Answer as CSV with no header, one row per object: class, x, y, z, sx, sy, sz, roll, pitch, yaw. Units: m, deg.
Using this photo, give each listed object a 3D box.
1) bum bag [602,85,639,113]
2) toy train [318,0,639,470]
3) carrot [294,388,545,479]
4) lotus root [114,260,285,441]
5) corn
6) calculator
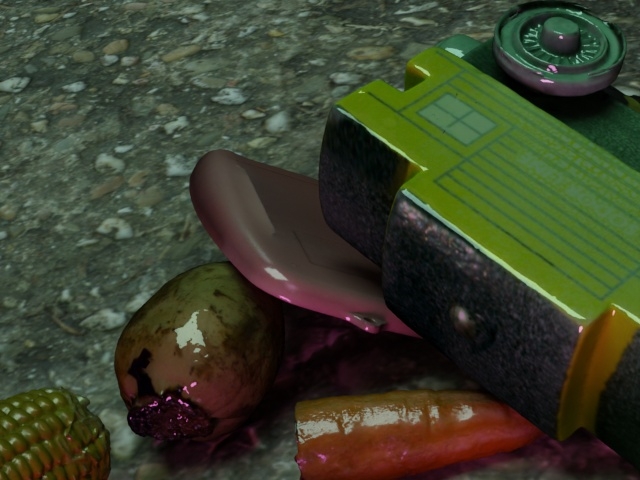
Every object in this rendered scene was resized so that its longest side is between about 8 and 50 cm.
bum bag,0.305,-0.114,1.187,0.232,0.060,0.107,8,42,-13
toy train,0.198,-0.003,0.920,0.272,0.179,0.442,-34,55,-29
carrot,0.084,0.142,0.923,0.205,0.072,0.072,-6,30,3
lotus root,-0.092,0.083,1.037,0.138,0.138,0.214,-2,27,22
corn,-0.293,0.222,0.882,0.131,0.131,0.344,8,32,36
calculator,0.000,0.000,1.108,0.220,0.048,0.330,17,18,-24
